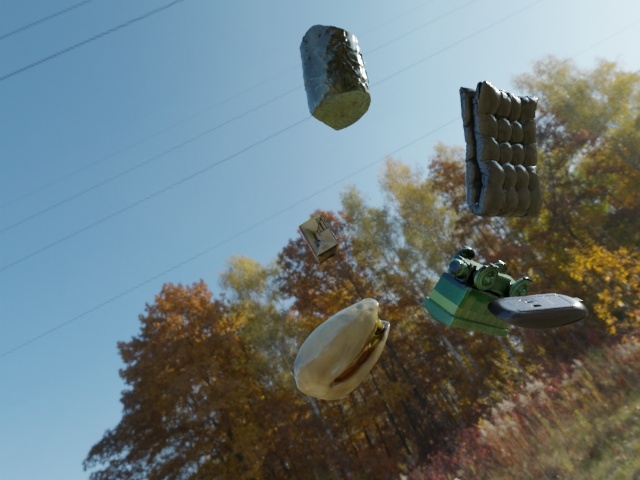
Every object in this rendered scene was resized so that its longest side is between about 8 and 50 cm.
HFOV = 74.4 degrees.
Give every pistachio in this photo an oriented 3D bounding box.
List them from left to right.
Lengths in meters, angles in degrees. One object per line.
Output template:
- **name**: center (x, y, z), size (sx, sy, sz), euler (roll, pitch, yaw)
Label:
- **pistachio**: center (0.055, 0.289, 1.122), size (0.299, 0.187, 0.187), euler (-42, -27, -20)

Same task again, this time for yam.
- **yam**: center (0.050, -0.532, 1.345), size (0.201, 0.271, 0.202), euler (-24, -15, 30)

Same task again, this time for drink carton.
- **drink carton**: center (0.000, 0.000, 0.850), size (0.056, 0.071, 0.166), euler (-28, -7, -2)

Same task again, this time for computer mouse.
- **computer mouse**: center (0.532, 0.176, 1.040), size (0.232, 0.120, 0.057), euler (-4, -73, -9)

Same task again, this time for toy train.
- **toy train**: center (0.428, 0.143, 1.128), size (0.300, 0.120, 0.202), euler (17, -75, -34)

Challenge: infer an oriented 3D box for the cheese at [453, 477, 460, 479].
- **cheese**: center (0.098, 0.189, 0.259), size (0.041, 0.084, 0.060), euler (-32, -43, 23)

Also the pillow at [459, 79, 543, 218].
- **pillow**: center (0.451, -0.218, 1.050), size (0.228, 0.326, 0.101), euler (0, -1, -29)
